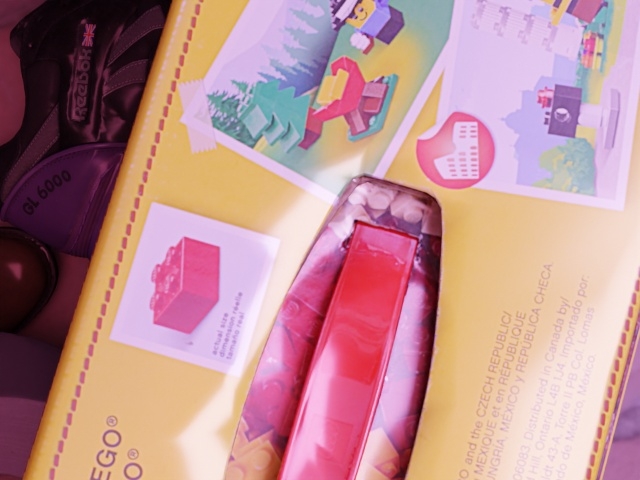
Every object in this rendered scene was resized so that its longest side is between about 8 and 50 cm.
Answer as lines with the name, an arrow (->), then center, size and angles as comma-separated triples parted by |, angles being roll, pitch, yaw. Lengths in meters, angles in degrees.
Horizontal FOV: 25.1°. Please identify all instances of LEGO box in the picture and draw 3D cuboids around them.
LEGO box -> -0.006, 0.089, 0.652 | 0.193, 0.372, 0.500 | 16, 82, 0

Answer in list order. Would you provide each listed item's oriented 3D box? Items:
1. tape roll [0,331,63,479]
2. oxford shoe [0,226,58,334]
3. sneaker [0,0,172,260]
tape roll -> -0.211, 0.164, 0.857 | 0.219, 0.072, 0.219 | -10, 122, -17
oxford shoe -> -0.265, 0.061, 0.868 | 0.227, 0.096, 0.082 | -26, 99, -1
sneaker -> -0.115, -0.127, 0.846 | 0.124, 0.107, 0.283 | 25, 96, -1
